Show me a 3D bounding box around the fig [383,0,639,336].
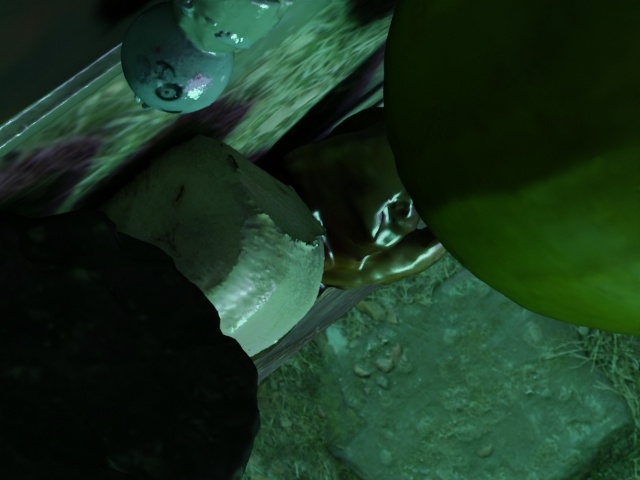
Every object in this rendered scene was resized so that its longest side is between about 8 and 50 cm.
[{"bbox_3d":[0.131,-0.067,0.633,0.239,0.239,0.271,-32,-176,-42],"label":"fig"}]

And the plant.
[{"bbox_3d":[-0.169,0.124,0.641,0.181,0.194,0.321,-13,153,-46],"label":"plant"}]

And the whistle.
[{"bbox_3d":[-0.028,-0.070,0.409,0.100,0.035,0.035,-44,171,37],"label":"whistle"}]

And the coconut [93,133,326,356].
[{"bbox_3d":[-0.051,0.006,0.698,0.110,0.110,0.124,-38,167,8],"label":"coconut"}]

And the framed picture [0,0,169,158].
[{"bbox_3d":[-0.130,-0.033,0.359,0.289,0.020,0.211,-37,174,-9],"label":"framed picture"}]

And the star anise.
[{"bbox_3d":[-0.001,-0.001,0.901,0.349,0.109,0.292,-35,-179,-18],"label":"star anise"}]
